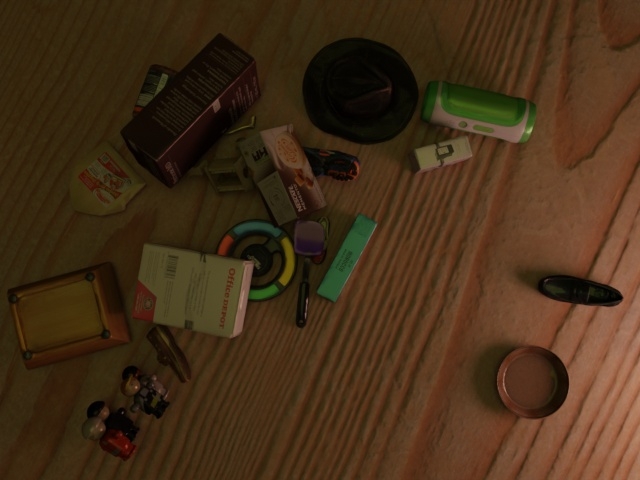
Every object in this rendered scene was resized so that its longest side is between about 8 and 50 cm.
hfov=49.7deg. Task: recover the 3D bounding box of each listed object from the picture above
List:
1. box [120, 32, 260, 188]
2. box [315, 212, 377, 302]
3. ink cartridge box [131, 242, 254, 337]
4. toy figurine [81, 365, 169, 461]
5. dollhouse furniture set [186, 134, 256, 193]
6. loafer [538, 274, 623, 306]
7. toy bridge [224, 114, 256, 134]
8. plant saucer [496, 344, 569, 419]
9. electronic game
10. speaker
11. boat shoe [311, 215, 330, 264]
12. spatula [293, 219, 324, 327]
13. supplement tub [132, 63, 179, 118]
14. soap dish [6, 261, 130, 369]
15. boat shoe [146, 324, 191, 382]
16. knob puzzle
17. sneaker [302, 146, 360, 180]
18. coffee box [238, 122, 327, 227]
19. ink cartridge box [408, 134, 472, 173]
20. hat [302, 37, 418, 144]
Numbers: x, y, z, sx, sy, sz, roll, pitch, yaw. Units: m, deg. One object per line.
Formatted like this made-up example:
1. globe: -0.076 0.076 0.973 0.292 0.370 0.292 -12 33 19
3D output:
1. box: -0.333 -0.342 1.830 0.143 0.191 0.381 40 77 11
2. box: 0.071 0.050 1.879 0.060 0.100 0.244 29 85 4
3. ink cartridge box: -0.336 0.131 1.839 0.282 0.117 0.208 10 90 8
4. toy figurine: -0.505 0.436 1.789 0.148 0.213 0.210 38 87 -11
5. dollhouse furniture set: -0.252 -0.209 1.932 0.181 0.161 0.101 -1 128 32
6. loafer: 0.710 0.137 1.881 0.223 0.078 0.076 10 85 1
7. toy bridge: -0.279 -0.331 1.948 0.188 0.026 0.063 7 85 2
8. plant saucer: 0.575 0.385 1.881 0.198 0.036 0.199 0 86 0
9. electronic game: -0.177 0.055 1.904 0.229 0.048 0.230 0 86 0
10. speaker: 0.432 -0.355 1.901 0.296 0.131 0.131 13 85 1
11. boat shoe: 0.000 0.000 1.911 0.049 0.043 0.137 11 86 -1
12. spatula: -0.040 0.095 1.890 0.084 0.030 0.297 4 99 -4
13. supplement tub: -0.455 -0.378 1.914 0.106 0.106 0.198 19 86 2
14. soap dish: -0.684 0.202 1.857 0.290 0.118 0.229 -15 85 -2
15. boat shoe: -0.412 0.313 1.878 0.060 0.064 0.178 -33 80 2
16. knob puzzle: -0.613 -0.153 1.931 0.213 0.030 0.213 0 85 -1
17. sneaker: 0.009 -0.217 1.918 0.221 0.087 0.083 16 117 14
18. coffee box: -0.100 -0.174 1.851 0.098 0.141 0.247 -22 92 41
19. ink cartridge box: 0.327 -0.234 1.897 0.150 0.109 0.063 -15 89 -1
20. hat: 0.112 -0.430 1.904 0.331 0.134 0.332 0 84 0
